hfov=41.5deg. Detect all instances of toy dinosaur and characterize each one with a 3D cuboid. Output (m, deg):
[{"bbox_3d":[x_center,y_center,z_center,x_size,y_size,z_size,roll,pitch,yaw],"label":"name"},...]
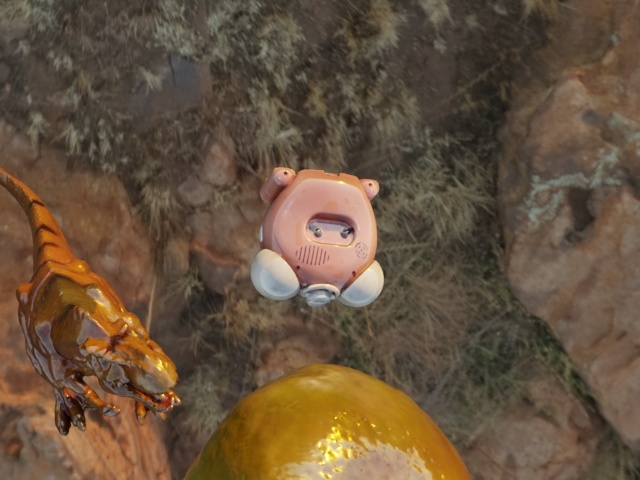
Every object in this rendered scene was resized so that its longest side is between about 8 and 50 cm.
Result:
[{"bbox_3d":[-0.217,0.067,0.727,0.097,0.432,0.208,-29,126,-24],"label":"toy dinosaur"}]

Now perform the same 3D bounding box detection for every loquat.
[{"bbox_3d":[0.001,0.263,0.750,0.276,0.283,0.276,-29,163,-10],"label":"loquat"}]

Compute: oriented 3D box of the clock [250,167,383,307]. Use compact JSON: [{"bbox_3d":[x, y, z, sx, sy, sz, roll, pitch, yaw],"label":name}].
[{"bbox_3d":[0.000,0.000,1.027,0.166,0.093,0.162,6,73,-18],"label":"clock"}]
